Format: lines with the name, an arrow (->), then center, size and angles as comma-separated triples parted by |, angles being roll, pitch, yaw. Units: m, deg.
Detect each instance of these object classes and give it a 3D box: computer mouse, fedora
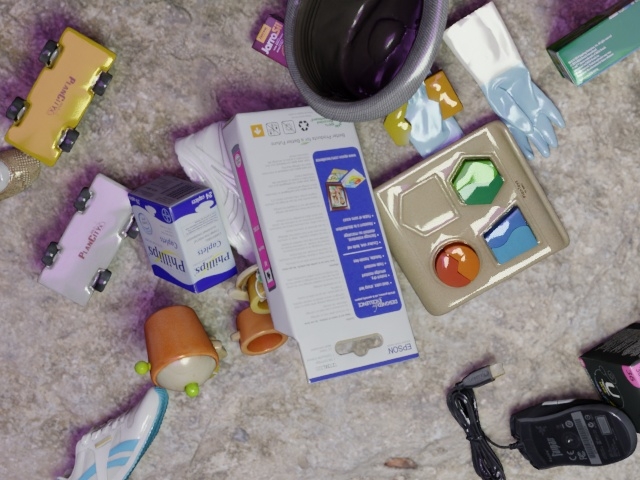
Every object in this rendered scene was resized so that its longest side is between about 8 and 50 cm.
computer mouse -> 0.308, 0.240, 1.664 | 0.262, 0.060, 0.184 | -22, 100, 36
fedora -> 0.077, -0.287, 1.557 | 0.243, 0.124, 0.276 | 20, 101, 31

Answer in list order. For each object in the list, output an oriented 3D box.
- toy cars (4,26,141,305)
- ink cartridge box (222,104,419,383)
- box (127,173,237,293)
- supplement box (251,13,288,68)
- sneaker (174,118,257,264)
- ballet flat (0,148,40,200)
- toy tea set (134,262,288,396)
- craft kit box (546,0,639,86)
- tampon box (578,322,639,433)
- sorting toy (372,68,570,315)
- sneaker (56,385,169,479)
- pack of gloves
toy cars -> -0.347, -0.106, 1.701 | 0.176, 0.087, 0.394 | -10, 104, -2
ink cartridge box -> 0.000, 0.000, 1.584 | 0.175, 0.069, 0.371 | -10, 77, -29
box -> -0.193, -0.010, 1.653 | 0.072, 0.126, 0.137 | -29, 117, -28
supplement box -> -0.045, -0.272, 1.647 | 0.083, 0.043, 0.055 | 29, 103, 2
sneaker -> -0.105, -0.069, 1.672 | 0.115, 0.090, 0.232 | -32, 96, 8
ballet flat -> -0.511, -0.082, 1.733 | 0.206, 0.067, 0.073 | -18, 96, 10
toy tea set -> -0.090, 0.136, 1.646 | 0.336, 0.200, 0.124 | -27, 61, 8
craft kit box -> 0.406, -0.286, 1.481 | 0.249, 0.246, 0.061 | -33, 92, 12
tampon box -> 0.445, 0.188, 1.592 | 0.101, 0.161, 0.120 | -31, 95, -10
sorting toy -> 0.177, -0.064, 1.633 | 0.229, 0.041, 0.307 | -29, 105, 12
sneaker -> -0.308, 0.304, 1.768 | 0.092, 0.087, 0.229 | 35, 101, 2
pack of gloves -> 0.211, -0.184, 1.638 | 0.195, 0.046, 0.232 | -32, 104, 11
